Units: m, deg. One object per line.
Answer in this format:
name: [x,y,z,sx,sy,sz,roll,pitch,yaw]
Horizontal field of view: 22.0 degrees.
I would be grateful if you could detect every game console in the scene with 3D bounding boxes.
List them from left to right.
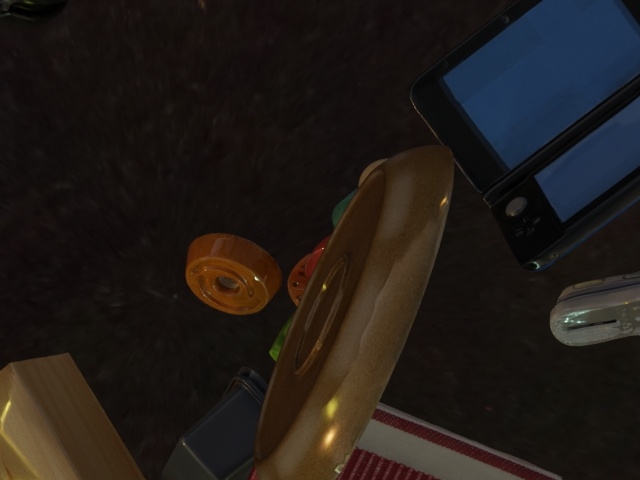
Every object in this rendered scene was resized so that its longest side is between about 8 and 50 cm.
game console: [0.273,-0.151,1.818,0.293,0.250,0.173,-38,115,11]

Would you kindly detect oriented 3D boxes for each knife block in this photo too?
knife block: [-0.194,0.260,1.519,0.242,0.088,0.276,10,98,28]

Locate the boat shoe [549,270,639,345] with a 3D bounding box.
boat shoe: [0.368,0.062,1.841,0.226,0.076,0.083,-4,127,19]

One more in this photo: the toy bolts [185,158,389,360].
toy bolts: [0.000,0.000,1.679,0.218,0.228,0.158,34,50,-15]

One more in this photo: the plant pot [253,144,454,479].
plant pot: [0.012,0.048,0.953,0.032,0.236,0.236,24,86,-8]

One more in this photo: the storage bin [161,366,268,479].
storage bin: [-0.081,0.193,1.470,0.091,0.135,0.098,-37,79,-28]

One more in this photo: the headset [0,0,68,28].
headset: [-0.224,-0.239,1.323,0.394,0.243,0.185,-24,82,-25]

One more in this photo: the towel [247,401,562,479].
towel: [0.025,0.291,1.304,0.237,0.037,0.329,22,98,-7]
